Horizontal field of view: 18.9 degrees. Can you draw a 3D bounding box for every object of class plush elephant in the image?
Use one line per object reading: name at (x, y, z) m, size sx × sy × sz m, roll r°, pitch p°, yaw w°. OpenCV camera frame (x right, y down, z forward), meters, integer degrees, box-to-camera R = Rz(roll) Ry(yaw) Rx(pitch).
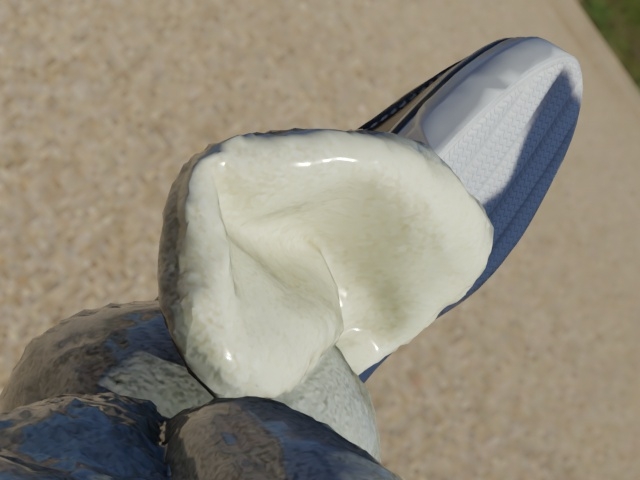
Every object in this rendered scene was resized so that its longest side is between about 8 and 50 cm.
plush elephant at (-0.043, 0.115, 0.506) m, size 0.330 × 0.272 × 0.255 m, roll 55°, pitch 28°, yaw 6°

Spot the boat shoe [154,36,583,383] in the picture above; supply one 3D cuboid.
boat shoe at (0.000, 0.000, 0.999) m, size 0.119 × 0.335 × 0.121 m, roll 31°, pitch -25°, yaw 34°
